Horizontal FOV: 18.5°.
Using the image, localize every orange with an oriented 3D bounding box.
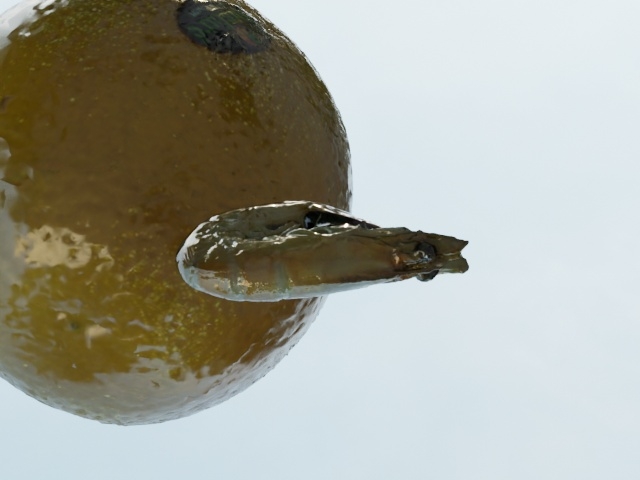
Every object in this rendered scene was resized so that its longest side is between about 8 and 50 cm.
[{"bbox_3d":[-0.092,-0.023,0.968,0.236,0.236,0.236,29,-137,-32],"label":"orange"}]

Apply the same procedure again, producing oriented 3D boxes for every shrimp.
[{"bbox_3d":[0.000,0.000,0.723,0.059,0.108,0.023,-90,-5,-59],"label":"shrimp"}]
